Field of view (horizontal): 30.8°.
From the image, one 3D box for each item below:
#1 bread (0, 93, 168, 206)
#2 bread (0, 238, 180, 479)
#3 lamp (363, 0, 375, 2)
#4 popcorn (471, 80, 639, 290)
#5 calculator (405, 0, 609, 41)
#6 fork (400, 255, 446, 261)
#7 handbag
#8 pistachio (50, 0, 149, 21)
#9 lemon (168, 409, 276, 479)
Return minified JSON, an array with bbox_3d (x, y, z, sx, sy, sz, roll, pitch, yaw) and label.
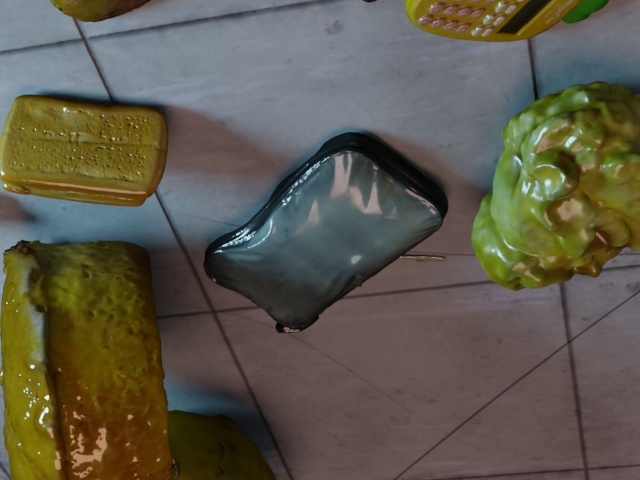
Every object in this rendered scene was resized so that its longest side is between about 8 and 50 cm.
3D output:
[{"bbox_3d":[-0.285,-0.106,1.404,0.200,0.116,0.077,6,162,-1],"label":"bread"},{"bbox_3d":[-0.309,0.171,1.519,0.215,0.398,0.398,-5,138,-10],"label":"bread"},{"bbox_3d":[0.062,-0.336,1.113,0.215,0.151,0.223,-15,173,22],"label":"lamp"},{"bbox_3d":[0.313,-0.056,1.360,0.225,0.173,0.286,5,138,-11],"label":"popcorn"},{"bbox_3d":[0.198,-0.253,1.207,0.235,0.032,0.146,-3,159,-28],"label":"calculator"},{"bbox_3d":[0.113,0.024,1.579,0.115,0.012,0.016,0,141,-2],"label":"fork"},{"bbox_3d":[-0.002,0.001,1.516,0.192,0.075,0.332,33,126,-24],"label":"handbag"},{"bbox_3d":[-0.228,-0.279,1.252,0.173,0.049,0.089,-21,131,25],"label":"pistachio"},{"bbox_3d":[-0.225,0.451,1.832,0.350,0.349,0.387,-7,129,13],"label":"lemon"}]
